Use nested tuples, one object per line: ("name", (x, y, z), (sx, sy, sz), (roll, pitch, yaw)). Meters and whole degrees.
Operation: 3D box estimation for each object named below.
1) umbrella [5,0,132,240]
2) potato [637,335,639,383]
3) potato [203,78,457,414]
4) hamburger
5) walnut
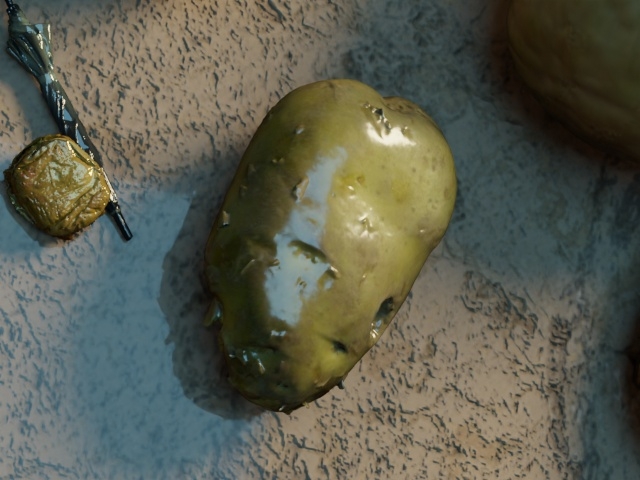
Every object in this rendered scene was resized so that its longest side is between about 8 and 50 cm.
("umbrella", (-0.217, -0.123, 1.082), (0.044, 0.044, 0.269), (-30, 93, 5))
("potato", (0.403, 0.106, 1.192), (0.229, 0.229, 0.266), (31, 86, -12))
("potato", (0.000, 0.000, 1.085), (0.191, 0.141, 0.296), (34, 69, -28))
("hamburger", (-0.215, -0.044, 1.060), (0.076, 0.044, 0.083), (-35, 99, -3))
("walnut", (0.353, -0.232, 1.153), (0.381, 0.381, 0.381), (4, 79, -19))
